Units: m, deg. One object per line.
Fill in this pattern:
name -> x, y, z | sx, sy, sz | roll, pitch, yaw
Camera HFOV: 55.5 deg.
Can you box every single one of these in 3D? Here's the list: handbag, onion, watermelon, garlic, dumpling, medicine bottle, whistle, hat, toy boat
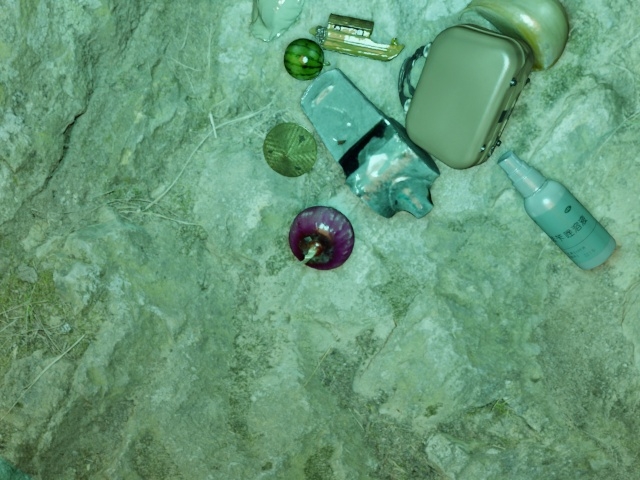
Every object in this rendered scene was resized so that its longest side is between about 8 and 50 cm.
handbag -> 0.304, -0.342, 1.384 | 0.283, 0.149, 0.302 | 32, 126, 24
onion -> 0.003, -0.006, 1.585 | 0.177, 0.153, 0.177 | 0, 101, -1
watermelon -> -0.035, -0.431, 1.455 | 0.109, 0.109, 0.109 | 3, 111, 7
garlic -> 0.446, -0.485, 1.357 | 0.245, 0.145, 0.164 | 36, 143, -4
dumpling -> -0.106, -0.565, 1.424 | 0.134, 0.100, 0.169 | 55, 138, 24
medicine bottle -> 0.568, -0.082, 1.490 | 0.352, 0.110, 0.110 | 44, 111, -9
whistle -> 0.116, -0.223, 1.457 | 0.405, 0.188, 0.168 | 43, 111, -11
hat -> -0.083, -0.224, 1.555 | 0.146, 0.067, 0.146 | 3, 112, 7
toy boat -> 0.087, -0.477, 1.433 | 0.226, 0.068, 0.088 | 12, 104, 4
